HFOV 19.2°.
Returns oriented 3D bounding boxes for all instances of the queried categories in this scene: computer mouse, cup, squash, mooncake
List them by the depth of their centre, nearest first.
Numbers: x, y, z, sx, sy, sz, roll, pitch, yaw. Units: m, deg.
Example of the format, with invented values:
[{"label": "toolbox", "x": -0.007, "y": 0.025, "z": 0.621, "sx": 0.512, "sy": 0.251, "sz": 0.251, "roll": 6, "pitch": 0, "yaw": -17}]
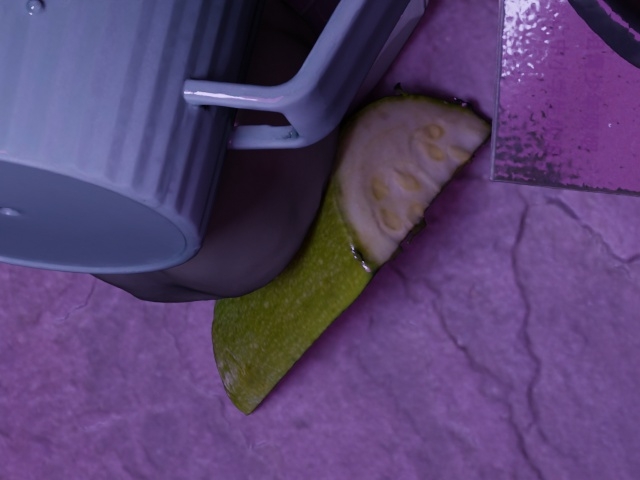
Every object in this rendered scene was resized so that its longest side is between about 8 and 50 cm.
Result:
[{"label": "cup", "x": -0.142, "y": -0.204, "z": 1.253, "sx": 0.401, "sy": 0.310, "sz": 0.392, "roll": -7, "pitch": 68, "yaw": 43}, {"label": "mooncake", "x": -0.112, "y": -0.085, "z": 1.464, "sx": 0.275, "sy": 0.135, "sz": 0.275, "roll": -15, "pitch": 65, "yaw": 35}, {"label": "computer mouse", "x": 0.021, "y": -0.164, "z": 1.506, "sx": 0.089, "sy": 0.056, "sz": 0.182, "roll": 42, "pitch": 110, "yaw": 11}, {"label": "squash", "x": 0.000, "y": 0.000, "z": 1.573, "sx": 0.111, "sy": 0.203, "sz": 0.289, "roll": 40, "pitch": 147, "yaw": 0}]

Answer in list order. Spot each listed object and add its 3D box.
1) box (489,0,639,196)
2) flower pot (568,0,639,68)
[{"label": "box", "x": 0.296, "y": -0.118, "z": 1.447, "sx": 0.324, "sy": 0.047, "sz": 0.180, "roll": 6, "pitch": 107, "yaw": 14}, {"label": "flower pot", "x": 0.331, "y": -0.282, "z": 1.283, "sx": 0.379, "sy": 0.251, "sz": 0.379, "roll": 3, "pitch": 105, "yaw": 12}]
